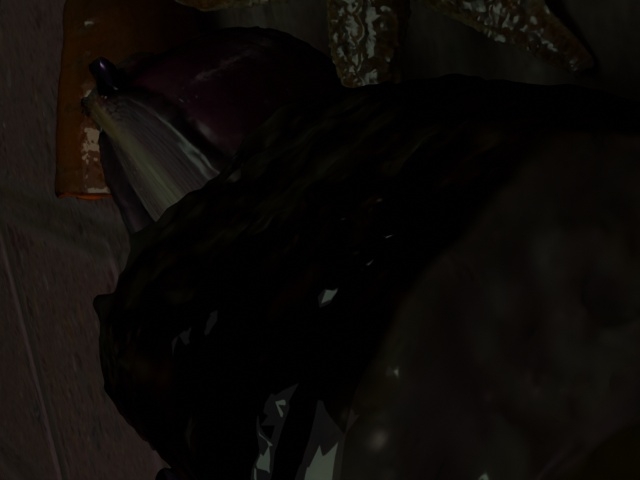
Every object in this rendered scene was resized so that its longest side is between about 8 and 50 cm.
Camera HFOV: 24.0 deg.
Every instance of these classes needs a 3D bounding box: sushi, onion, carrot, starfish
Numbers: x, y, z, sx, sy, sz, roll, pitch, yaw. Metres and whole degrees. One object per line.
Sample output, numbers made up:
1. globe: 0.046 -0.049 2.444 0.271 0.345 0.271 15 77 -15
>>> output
1. sushi: 0.075 0.068 0.719 0.281 0.299 0.294 64 162 -17
2. onion: 0.000 0.000 1.022 0.348 0.159 0.267 52 164 1
3. carrot: -0.155 -0.140 1.273 0.159 0.159 0.225 -3 93 65
4. starfish: 0.049 -0.164 0.844 0.295 0.048 0.231 -36 90 32
